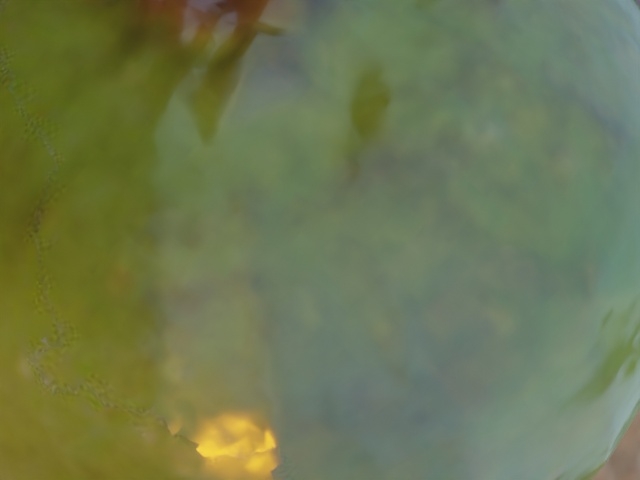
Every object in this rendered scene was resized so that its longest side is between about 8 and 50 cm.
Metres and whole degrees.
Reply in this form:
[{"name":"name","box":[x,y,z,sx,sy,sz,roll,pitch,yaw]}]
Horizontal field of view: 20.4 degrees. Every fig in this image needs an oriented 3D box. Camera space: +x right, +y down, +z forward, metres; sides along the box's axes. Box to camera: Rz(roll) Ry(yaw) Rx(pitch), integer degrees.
[{"name":"fig","box":[0.000,0.000,0.608,0.326,0.258,0.258,51,44,-65]}]

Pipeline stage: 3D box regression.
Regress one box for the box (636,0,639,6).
[{"name":"box","box":[0.213,-0.078,0.871,0.194,0.139,0.073,-110,-165,-73]}]
